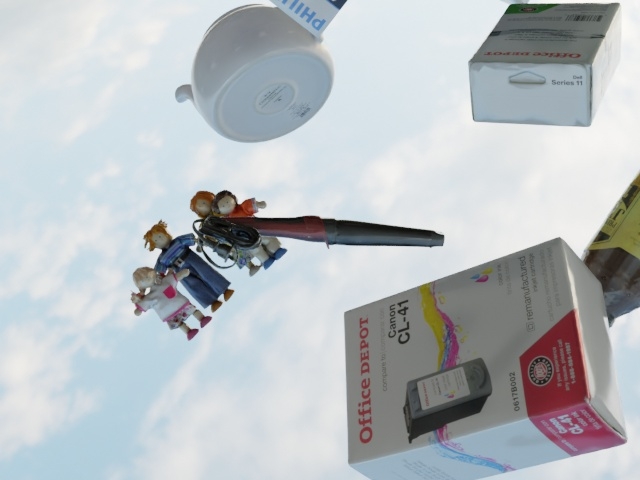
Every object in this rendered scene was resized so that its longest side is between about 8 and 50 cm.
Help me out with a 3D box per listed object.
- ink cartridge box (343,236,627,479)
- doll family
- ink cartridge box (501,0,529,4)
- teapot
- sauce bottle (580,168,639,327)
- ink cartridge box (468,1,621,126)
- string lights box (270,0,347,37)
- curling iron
[{"bbox_3d":[0.188,0.157,1.206,0.306,0.131,0.226,-21,-130,26],"label":"ink cartridge box"},{"bbox_3d":[-0.186,0.020,1.563,0.263,0.163,0.118,-43,-170,3],"label":"doll family"},{"bbox_3d":[0.299,-0.458,1.474,0.082,0.140,0.190,39,-84,39],"label":"ink cartridge box"},{"bbox_3d":[-0.106,-0.300,1.652,0.256,0.252,0.187,-17,-121,-14],"label":"teapot"},{"bbox_3d":[0.414,0.009,1.319,0.344,0.111,0.111,-56,-147,4],"label":"sauce bottle"},{"bbox_3d":[0.287,-0.226,1.272,0.153,0.086,0.208,6,-146,25],"label":"ink cartridge box"},{"bbox_3d":[0.023,-0.383,1.167,0.259,0.133,0.076,-51,-160,15],"label":"string lights box"},{"bbox_3d":[0.000,0.000,1.070,0.274,0.035,0.068,1,-133,-14],"label":"curling iron"}]
